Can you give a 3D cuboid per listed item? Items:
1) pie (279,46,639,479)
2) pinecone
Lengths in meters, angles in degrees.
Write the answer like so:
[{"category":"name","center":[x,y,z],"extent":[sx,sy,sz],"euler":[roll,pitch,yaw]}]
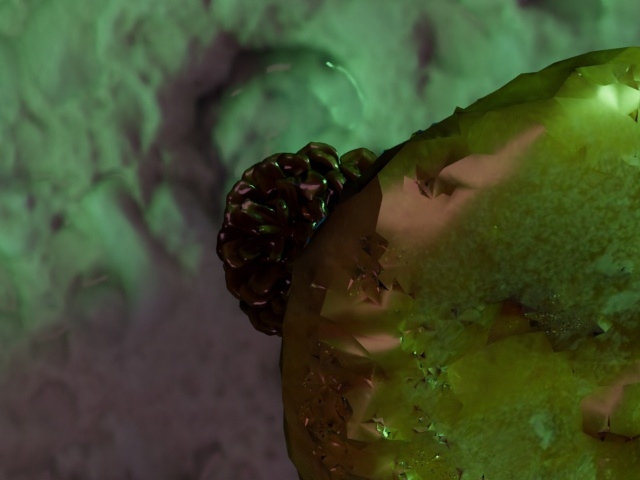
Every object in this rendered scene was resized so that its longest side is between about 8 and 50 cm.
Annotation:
[{"category":"pie","center":[0.111,0.039,0.797],"extent":[0.273,0.069,0.273],"euler":[-7,115,-14]},{"category":"pinecone","center":[0.002,0.003,0.841],"extent":[0.102,0.109,0.102],"euler":[0,90,12]}]
